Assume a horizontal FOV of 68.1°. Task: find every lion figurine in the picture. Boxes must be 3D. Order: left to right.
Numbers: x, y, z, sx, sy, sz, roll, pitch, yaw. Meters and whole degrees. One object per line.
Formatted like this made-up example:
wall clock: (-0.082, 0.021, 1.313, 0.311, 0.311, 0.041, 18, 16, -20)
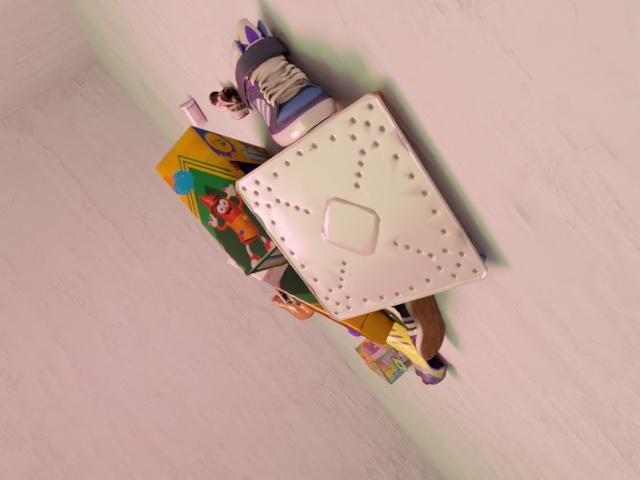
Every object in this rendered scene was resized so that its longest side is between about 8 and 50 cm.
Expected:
lion figurine: (-0.038, 0.257, 2.048, 0.240, 0.142, 0.392, 49, 139, -2)

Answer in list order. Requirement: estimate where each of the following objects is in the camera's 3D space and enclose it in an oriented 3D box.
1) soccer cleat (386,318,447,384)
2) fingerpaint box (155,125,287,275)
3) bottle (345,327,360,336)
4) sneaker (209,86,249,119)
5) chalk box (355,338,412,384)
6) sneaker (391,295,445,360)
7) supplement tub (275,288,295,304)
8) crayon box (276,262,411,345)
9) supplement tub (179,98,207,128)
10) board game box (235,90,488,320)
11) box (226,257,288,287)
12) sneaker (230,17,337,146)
soccer cleat: (0.309, 0.344, 1.572, 0.289, 0.094, 0.121, 48, 136, 30)
fingerpaint box: (-0.179, -0.112, 1.343, 0.371, 0.163, 0.445, 48, -165, 10)
bottle: (0.104, 0.246, 1.838, 0.282, 0.118, 0.092, 57, 165, -28)
sneaker: (-0.277, -0.430, 1.426, 0.178, 0.072, 0.077, 30, 144, 36)
chalk box: (0.264, 0.468, 1.879, 0.132, 0.132, 0.213, 56, 165, -22)
sneaker: (0.246, 0.202, 1.310, 0.153, 0.099, 0.282, 28, 147, 47)
supplement tub: (-0.169, 0.139, 2.262, 0.316, 0.194, 0.193, 49, 166, 9)
crayon box: (0.063, 0.178, 1.239, 0.319, 0.081, 0.202, 22, 168, 32)
supplement tub: (-0.521, -0.514, 1.934, 0.071, 0.071, 0.107, 33, 158, 52)
board game box: (0.068, -0.038, 0.944, 0.390, 0.050, 0.389, -24, 108, 40)
box: (-0.227, 0.064, 2.003, 0.168, 0.214, 0.345, 26, 172, 11)
sneaker: (-0.098, -0.321, 0.928, 0.236, 0.130, 0.323, 56, 178, -20)
